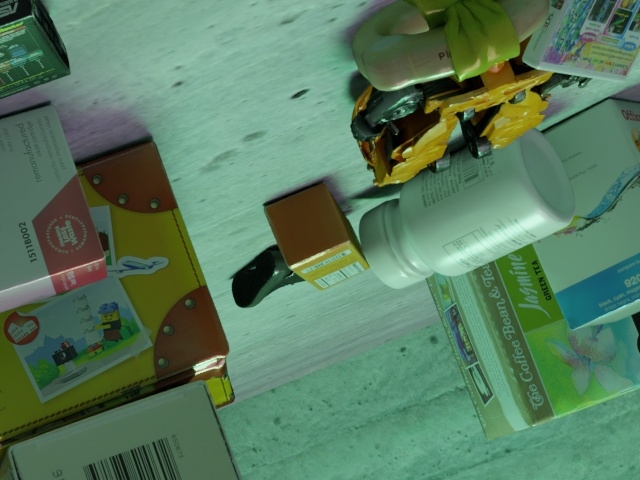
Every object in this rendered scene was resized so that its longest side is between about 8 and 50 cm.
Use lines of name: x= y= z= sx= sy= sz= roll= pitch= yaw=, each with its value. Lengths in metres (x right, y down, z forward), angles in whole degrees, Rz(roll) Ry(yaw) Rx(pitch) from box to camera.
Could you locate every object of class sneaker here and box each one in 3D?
sneaker: x=-0.046 y=0.041 z=1.593 sx=0.089 sy=0.051 sz=0.170 roll=-8 pitch=161 yaw=-31

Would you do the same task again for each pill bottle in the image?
pill bottle: x=0.163 y=-0.032 z=1.409 sx=0.229 sy=0.131 sz=0.131 roll=-27 pitch=168 yaw=31

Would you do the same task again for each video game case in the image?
video game case: x=0.207 y=-0.181 z=0.845 sx=0.157 sy=0.019 sz=0.143 roll=-5 pitch=123 yaw=-55

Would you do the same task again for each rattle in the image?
rattle: x=0.067 y=-0.184 z=0.774 sx=0.130 sy=0.143 sz=0.200 roll=-29 pitch=-160 yaw=29

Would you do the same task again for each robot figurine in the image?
robot figurine: x=0.113 y=-0.122 z=0.998 sx=0.211 sy=0.085 sz=0.291 roll=-20 pitch=170 yaw=-6

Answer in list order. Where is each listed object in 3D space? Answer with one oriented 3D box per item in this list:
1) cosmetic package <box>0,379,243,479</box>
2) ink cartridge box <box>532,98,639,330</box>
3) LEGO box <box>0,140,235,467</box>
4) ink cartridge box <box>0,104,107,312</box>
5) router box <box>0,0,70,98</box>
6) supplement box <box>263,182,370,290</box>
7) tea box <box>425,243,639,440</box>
cosmetic package: x=-0.179 y=0.218 z=1.017 sx=0.160 sy=0.113 sz=0.309 roll=-17 pitch=169 yaw=-23
ink cartridge box: x=0.359 y=-0.033 z=1.499 sx=0.168 sy=0.233 sz=0.171 roll=-29 pitch=166 yaw=30
LEGO box: x=-0.338 y=0.128 z=1.091 sx=0.500 sy=0.193 sz=0.372 roll=-20 pitch=169 yaw=-7
ink cartridge box: x=-0.255 y=-0.003 z=0.818 sx=0.198 sy=0.115 sz=0.067 roll=-19 pitch=170 yaw=-12
router box: x=-0.203 y=-0.099 z=0.648 sx=0.122 sy=0.038 sz=0.092 roll=-20 pitch=170 yaw=-4
supplement box: x=0.000 y=0.000 z=1.411 sx=0.080 sy=0.078 sz=0.233 roll=-24 pitch=170 yaw=2
tea box: x=0.364 y=0.091 z=1.858 sx=0.323 sy=0.329 sz=0.220 roll=-18 pitch=169 yaw=-14
